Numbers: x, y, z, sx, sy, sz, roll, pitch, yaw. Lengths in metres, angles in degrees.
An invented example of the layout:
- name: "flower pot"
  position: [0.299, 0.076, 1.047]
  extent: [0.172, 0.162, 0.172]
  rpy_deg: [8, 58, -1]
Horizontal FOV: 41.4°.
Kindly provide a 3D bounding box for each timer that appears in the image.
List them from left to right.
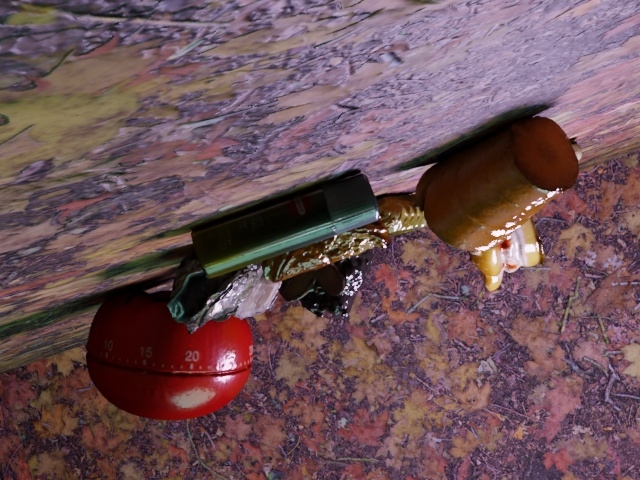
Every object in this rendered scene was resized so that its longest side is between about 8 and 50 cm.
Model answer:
- name: "timer"
  position: [-0.343, 0.256, 1.944]
  extent: [0.378, 0.279, 0.378]
  rpy_deg: [4, -177, 0]

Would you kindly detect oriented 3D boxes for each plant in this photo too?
- name: "plant"
  position: [0.013, 0.068, 1.900]
  extent: [0.204, 0.178, 0.234]
  rpy_deg: [-67, 171, 27]

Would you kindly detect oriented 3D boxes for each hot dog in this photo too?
- name: "hot dog"
  position: [0.001, -0.003, 1.662]
  extent: [0.259, 0.114, 0.175]
  rpy_deg: [-17, -179, -4]

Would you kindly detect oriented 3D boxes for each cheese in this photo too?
- name: "cheese"
  position: [0.594, -0.206, 2.103]
  extent: [0.127, 0.054, 0.251]
  rpy_deg: [-17, 177, 24]

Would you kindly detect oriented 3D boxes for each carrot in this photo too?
- name: "carrot"
  position: [0.299, -0.109, 1.425]
  extent: [0.196, 0.196, 0.254]
  rpy_deg: [-17, 164, -28]

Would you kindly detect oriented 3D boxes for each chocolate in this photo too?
- name: "chocolate"
  position: [-0.145, 0.078, 1.926]
  extent: [0.185, 0.100, 0.303]
  rpy_deg: [-56, 173, 4]

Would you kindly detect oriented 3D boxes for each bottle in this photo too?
- name: "bottle"
  position: [-0.053, -0.024, 1.311]
  extent: [0.286, 0.082, 0.082]
  rpy_deg: [-19, 176, -2]

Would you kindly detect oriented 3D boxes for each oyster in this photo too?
- name: "oyster"
  position: [-0.206, 0.081, 1.645]
  extent: [0.162, 0.158, 0.351]
  rpy_deg: [-22, -172, 6]

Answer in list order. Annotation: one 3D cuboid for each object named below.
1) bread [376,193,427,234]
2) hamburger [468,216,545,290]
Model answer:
- name: "bread"
  position: [0.169, -0.057, 1.878]
  extent: [0.087, 0.098, 0.269]
  rpy_deg: [-61, 162, 15]
- name: "hamburger"
  position: [0.451, -0.023, 2.187]
  extent: [0.186, 0.261, 0.302]
  rpy_deg: [-22, 134, 8]
